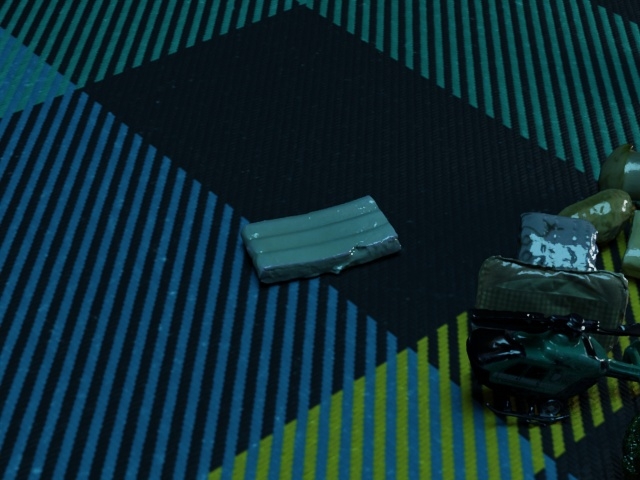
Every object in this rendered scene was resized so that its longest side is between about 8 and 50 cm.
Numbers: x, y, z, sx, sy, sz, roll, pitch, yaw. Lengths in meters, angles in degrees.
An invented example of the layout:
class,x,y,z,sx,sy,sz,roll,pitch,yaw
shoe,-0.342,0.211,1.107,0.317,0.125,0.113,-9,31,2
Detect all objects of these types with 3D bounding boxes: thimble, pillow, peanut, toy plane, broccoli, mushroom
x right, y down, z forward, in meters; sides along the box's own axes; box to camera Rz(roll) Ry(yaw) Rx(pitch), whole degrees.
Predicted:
class,x,y,z,sx,sy,sz,roll,pitch,yaw
thimble,0.347,0.032,1.713,0.117,0.127,0.151,7,46,6
pillow,0.324,0.093,1.637,0.211,0.135,0.034,7,17,4
peanut,0.422,-0.025,1.827,0.174,0.080,0.080,-26,48,-19
toy plane,0.338,0.161,1.545,0.381,0.155,0.106,13,36,-16
broccoli,0.447,0.259,1.437,0.162,0.146,0.138,-34,60,-31
mushroom,0.616,-0.077,1.873,0.328,0.122,0.159,12,22,11

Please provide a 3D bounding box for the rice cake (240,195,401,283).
class,x,y,z,sx,sy,sz,roll,pitch,yaw
rice cake,0.000,0.000,1.784,0.237,0.043,0.127,-12,42,-18

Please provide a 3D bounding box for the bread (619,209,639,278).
class,x,y,z,sx,sy,sz,roll,pitch,yaw
bread,0.561,0.023,1.796,0.178,0.060,0.139,15,41,13
